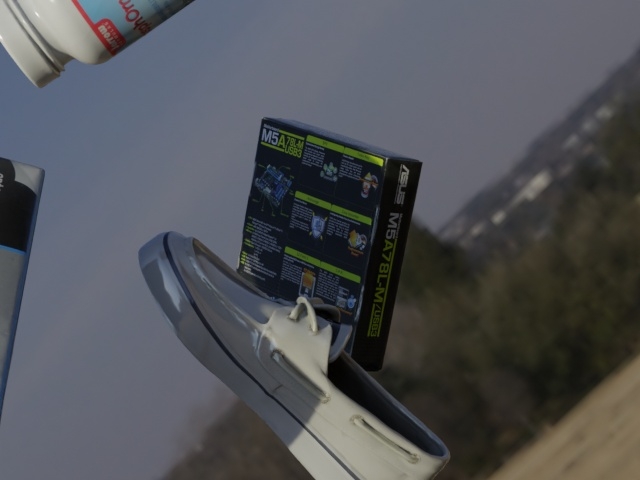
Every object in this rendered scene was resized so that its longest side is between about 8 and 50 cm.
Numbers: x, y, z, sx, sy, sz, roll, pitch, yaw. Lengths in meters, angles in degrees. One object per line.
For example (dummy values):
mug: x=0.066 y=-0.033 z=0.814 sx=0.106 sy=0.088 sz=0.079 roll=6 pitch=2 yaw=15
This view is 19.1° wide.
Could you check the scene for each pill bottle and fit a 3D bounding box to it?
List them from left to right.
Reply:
pill bottle: x=-0.137 y=-0.171 z=1.236 sx=0.160 sy=0.087 sz=0.087 roll=-35 pitch=-6 yaw=1

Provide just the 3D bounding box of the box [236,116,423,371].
box: x=0.000 y=0.000 z=1.628 sx=0.045 sy=0.191 sz=0.184 roll=6 pitch=-81 yaw=-37

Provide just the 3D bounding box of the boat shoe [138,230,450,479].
boat shoe: x=-0.016 y=0.084 z=1.358 sx=0.088 sy=0.267 sz=0.096 roll=-40 pitch=3 yaw=17

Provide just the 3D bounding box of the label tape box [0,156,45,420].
label tape box: x=-0.365 y=0.029 z=1.195 sx=0.249 sy=0.348 sz=0.115 roll=-88 pitch=19 yaw=-46
